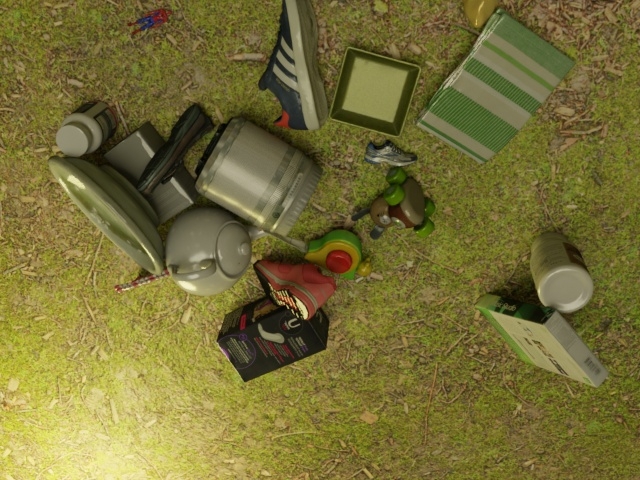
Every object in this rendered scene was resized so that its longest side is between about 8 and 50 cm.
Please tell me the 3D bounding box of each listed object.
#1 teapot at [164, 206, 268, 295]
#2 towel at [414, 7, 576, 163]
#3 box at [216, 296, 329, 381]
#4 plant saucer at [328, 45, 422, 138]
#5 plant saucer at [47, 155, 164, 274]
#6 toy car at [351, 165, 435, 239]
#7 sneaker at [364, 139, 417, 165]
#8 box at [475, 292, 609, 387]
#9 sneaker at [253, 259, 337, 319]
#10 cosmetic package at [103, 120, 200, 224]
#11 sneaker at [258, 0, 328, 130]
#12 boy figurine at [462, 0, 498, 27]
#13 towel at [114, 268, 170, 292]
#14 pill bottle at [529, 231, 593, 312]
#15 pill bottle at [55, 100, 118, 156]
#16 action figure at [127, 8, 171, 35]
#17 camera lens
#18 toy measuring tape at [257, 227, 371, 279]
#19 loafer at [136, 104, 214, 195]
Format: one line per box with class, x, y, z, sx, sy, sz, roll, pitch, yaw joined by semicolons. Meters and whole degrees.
teapot;-0.267;0.028;1.945;0.187;0.256;0.252;-2;156;34
towel;0.409;-0.353;1.787;0.248;0.038;0.325;27;115;-23
box;-0.131;0.255;2.112;0.270;0.143;0.165;-24;112;17
plant saucer;0.132;-0.364;1.835;0.188;0.045;0.188;16;116;0
plant saucer;-0.522;-0.085;1.930;0.100;0.400;0.400;-45;107;-19
toy car;0.175;-0.068;1.930;0.188;0.149;0.155;-30;120;31
sneaker;0.179;-0.221;1.897;0.135;0.052;0.058;5;110;3
box;0.563;0.250;1.943;0.058;0.322;0.232;-46;106;-12
sneaker;-0.065;0.111;1.994;0.136;0.314;0.116;-33;120;-20
cosmetic package;-0.435;-0.176;1.967;0.127;0.107;0.238;-28;106;18
sneaker;-0.084;-0.430;1.790;0.148;0.131;0.350;0;110;21
boy figurine;0.363;-0.620;1.658;0.177;0.092;0.285;-3;116;11
towel;-0.454;0.096;2.080;0.197;0.144;0.029;-18;91;15
pill bottle;0.596;0.071;1.885;0.131;0.229;0.131;3;116;6
pill bottle;-0.591;-0.278;1.891;0.108;0.180;0.108;3;116;6
action figure;-0.413;-0.535;1.831;0.115;0.030;0.038;-19;107;13
camera lens;-0.159;-0.161;1.871;0.274;0.219;0.219;30;115;-7
toy measuring tape;0.000;0.000;1.981;0.330;0.121;0.121;28;116;-12
loafer;-0.355;-0.214;1.877;0.084;0.096;0.267;39;71;-29
